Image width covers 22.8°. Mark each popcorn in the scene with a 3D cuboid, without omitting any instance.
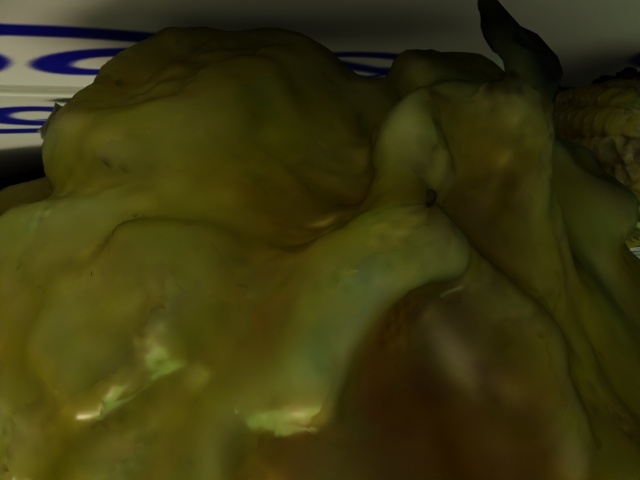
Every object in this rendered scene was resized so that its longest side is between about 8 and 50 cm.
[{"bbox_3d":[0.011,0.051,0.468,0.225,0.249,0.249,-42,162,16],"label":"popcorn"}]

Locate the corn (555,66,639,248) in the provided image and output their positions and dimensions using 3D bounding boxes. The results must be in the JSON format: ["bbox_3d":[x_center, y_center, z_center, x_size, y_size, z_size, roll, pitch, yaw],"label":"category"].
[{"bbox_3d":[0.098,-0.025,0.617,0.072,0.072,0.203,-2,176,-11],"label":"corn"}]

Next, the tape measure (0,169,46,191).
[{"bbox_3d":[-0.117,0.030,0.808,0.223,0.135,0.202,-6,176,21],"label":"tape measure"}]

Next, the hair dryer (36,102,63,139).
[{"bbox_3d":[0.005,0.000,0.623,0.220,0.054,0.195,33,166,-34],"label":"hair dryer"}]
